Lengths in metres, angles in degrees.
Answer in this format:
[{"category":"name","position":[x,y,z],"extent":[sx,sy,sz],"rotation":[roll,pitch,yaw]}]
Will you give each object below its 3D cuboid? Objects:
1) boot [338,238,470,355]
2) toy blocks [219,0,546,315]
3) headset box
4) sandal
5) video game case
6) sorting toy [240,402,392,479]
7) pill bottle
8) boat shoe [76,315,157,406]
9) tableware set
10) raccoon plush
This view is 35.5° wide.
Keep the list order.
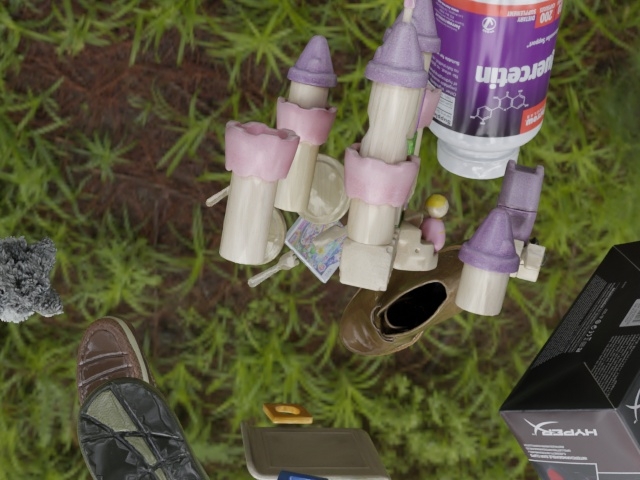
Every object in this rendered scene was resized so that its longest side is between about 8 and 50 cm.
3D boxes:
[{"category":"boot","position":[0.096,0.090,1.314],"extent":[0.115,0.112,0.305],"rotation":[-28,175,-39]},{"category":"toy blocks","position":[0.089,-0.108,0.957],"extent":[0.309,0.288,0.260],"rotation":[13,105,6]},{"category":"headset box","position":[0.297,0.173,0.794],"extent":[0.110,0.218,0.293],"rotation":[-13,116,50]},{"category":"sandal","position":[-0.145,0.276,0.973],"extent":[0.120,0.303,0.086],"rotation":[-18,175,-12]},{"category":"video game case","position":[0.000,0.000,1.566],"extent":[0.011,0.087,0.122],"rotation":[25,163,46]},{"category":"sorting toy","position":[-0.012,0.303,1.378],"extent":[0.196,0.348,0.047],"rotation":[7,99,-9]},{"category":"pill bottle","position":[0.244,-0.257,1.447],"extent":[0.181,0.181,0.323],"rotation":[1,126,0]},{"category":"boat shoe","position":[-0.240,0.213,1.259],"extent":[0.095,0.095,0.257],"rotation":[-2,101,18]},{"category":"tableware set","position":[-0.036,-0.038,1.235],"extent":[0.194,0.128,0.039],"rotation":[-30,176,27]},{"category":"raccoon plush","position":[-0.598,0.085,1.843],"extent":[0.299,0.216,0.446],"rotation":[-1,-173,-26]}]
